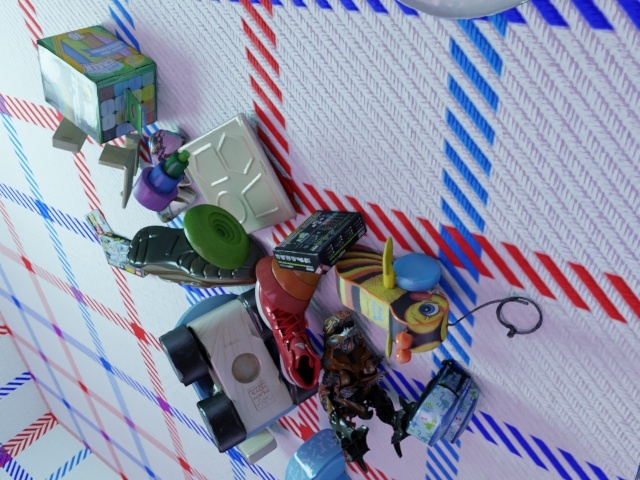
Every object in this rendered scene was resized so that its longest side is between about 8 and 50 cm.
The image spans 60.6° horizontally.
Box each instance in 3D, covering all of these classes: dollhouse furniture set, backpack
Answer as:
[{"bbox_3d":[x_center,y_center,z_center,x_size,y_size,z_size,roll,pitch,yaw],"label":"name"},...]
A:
[{"bbox_3d":[-0.455,-0.173,1.125,0.151,0.144,0.123,14,139,-12],"label":"dollhouse furniture set"},{"bbox_3d":[0.194,0.268,0.863,0.084,0.114,0.105,32,135,22],"label":"backpack"}]

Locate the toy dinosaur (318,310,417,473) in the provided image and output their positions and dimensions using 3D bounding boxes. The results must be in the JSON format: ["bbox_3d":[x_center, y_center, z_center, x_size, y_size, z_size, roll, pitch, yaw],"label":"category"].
[{"bbox_3d":[0.067,0.286,1.003,0.218,0.164,0.322,41,160,51],"label":"toy dinosaur"}]

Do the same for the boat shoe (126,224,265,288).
[{"bbox_3d":[-0.244,0.040,1.122,0.324,0.122,0.120,8,152,29],"label":"boat shoe"}]

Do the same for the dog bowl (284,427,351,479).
[{"bbox_3d":[-0.007,0.531,1.221,0.074,0.166,0.297,38,140,33],"label":"dog bowl"}]

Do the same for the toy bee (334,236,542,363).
[{"bbox_3d":[0.119,0.087,0.766,0.298,0.162,0.195,-5,113,45],"label":"toy bee"}]

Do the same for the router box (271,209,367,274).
[{"bbox_3d":[0.000,0.000,0.841,0.092,0.122,0.038,7,127,41],"label":"router box"}]

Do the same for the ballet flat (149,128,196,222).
[{"bbox_3d":[-0.285,-0.113,1.074,0.079,0.077,0.221,16,131,9],"label":"ballet flat"}]

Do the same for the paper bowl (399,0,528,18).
[{"bbox_3d":[0.125,-0.335,0.457,0.284,0.148,0.284,24,133,28],"label":"paper bowl"}]

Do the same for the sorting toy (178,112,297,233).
[{"bbox_3d":[-0.145,-0.106,0.959,0.208,0.038,0.193,-14,108,45],"label":"sorting toy"}]

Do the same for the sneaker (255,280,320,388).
[{"bbox_3d":[-0.045,0.155,0.961,0.221,0.087,0.128,68,164,-3],"label":"sneaker"}]

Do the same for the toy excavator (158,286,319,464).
[{"bbox_3d":[-0.176,0.322,1.205,0.433,0.222,0.445,64,159,-5],"label":"toy excavator"}]

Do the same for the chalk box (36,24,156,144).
[{"bbox_3d":[-0.386,-0.275,0.996,0.213,0.132,0.132,36,137,17],"label":"chalk box"}]

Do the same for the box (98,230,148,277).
[{"bbox_3d":[-0.505,0.036,1.408,0.137,0.027,0.094,17,129,27],"label":"box"}]

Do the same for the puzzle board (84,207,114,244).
[{"bbox_3d":[-0.580,-0.020,1.460,0.096,0.011,0.128,-14,109,48],"label":"puzzle board"}]

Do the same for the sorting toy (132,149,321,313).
[{"bbox_3d":[-0.117,-0.024,0.894,0.365,0.127,0.126,37,119,-23],"label":"sorting toy"}]

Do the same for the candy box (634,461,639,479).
[{"bbox_3d":[0.350,0.044,0.392,0.122,0.317,0.268,22,133,29],"label":"candy box"}]
